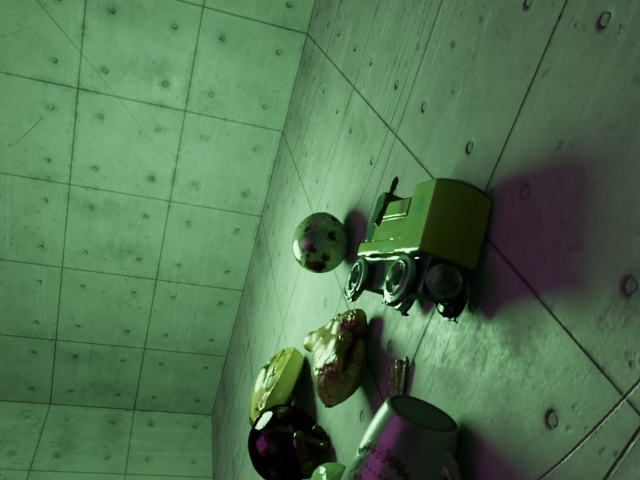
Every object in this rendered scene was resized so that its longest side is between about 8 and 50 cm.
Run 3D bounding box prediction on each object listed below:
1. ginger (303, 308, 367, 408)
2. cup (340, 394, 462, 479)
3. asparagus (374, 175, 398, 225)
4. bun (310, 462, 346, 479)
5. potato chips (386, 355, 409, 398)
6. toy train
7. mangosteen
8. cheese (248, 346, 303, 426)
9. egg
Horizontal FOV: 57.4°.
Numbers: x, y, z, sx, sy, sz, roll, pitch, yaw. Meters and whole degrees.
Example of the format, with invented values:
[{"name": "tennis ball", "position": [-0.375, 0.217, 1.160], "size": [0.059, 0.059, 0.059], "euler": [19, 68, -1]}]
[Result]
[{"name": "ginger", "position": [0.027, 0.271, 1.531], "size": [0.375, 0.166, 0.236], "euler": [-132, 43, -62]}, {"name": "cup", "position": [0.167, 0.420, 1.005], "size": [0.258, 0.186, 0.234], "euler": [28, 102, 42]}, {"name": "asparagus", "position": [0.136, -0.081, 1.185], "size": [0.015, 0.014, 0.114], "euler": [8, 71, 60]}, {"name": "bun", "position": [0.037, 0.629, 1.374], "size": [0.195, 0.118, 0.195], "euler": [-167, 90, -79]}, {"name": "potato chips", "position": [0.156, 0.350, 1.275], "size": [0.092, 0.028, 0.207], "euler": [180, 97, -72]}, {"name": "toy train", "position": [0.182, 0.021, 1.160], "size": [0.397, 0.160, 0.253], "euler": [170, 117, -74]}, {"name": "mangosteen", "position": [-0.082, 0.587, 1.678], "size": [0.265, 0.228, 0.228], "euler": [-12, 66, 38]}, {"name": "cheese", "position": [-0.146, 0.500, 1.913], "size": [0.316, 0.128, 0.260], "euler": [-31, -46, -71]}, {"name": "egg", "position": [0.000, 0.000, 1.760], "size": [0.231, 0.169, 0.169], "euler": [-84, 12, -55]}]
